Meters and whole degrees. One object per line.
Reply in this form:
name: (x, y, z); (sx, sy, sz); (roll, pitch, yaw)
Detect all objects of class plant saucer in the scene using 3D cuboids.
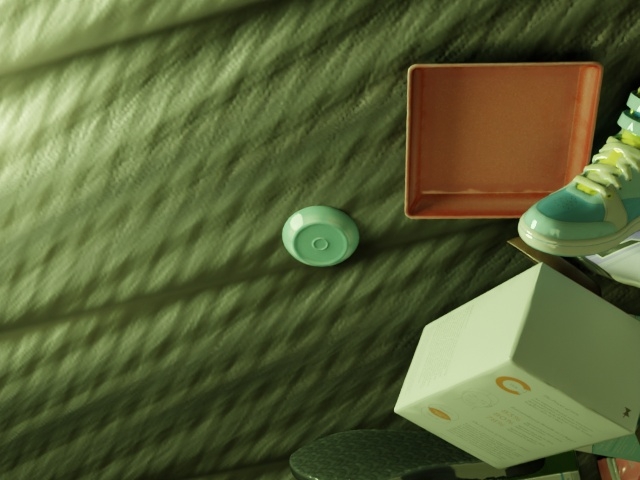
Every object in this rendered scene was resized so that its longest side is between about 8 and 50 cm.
plant saucer: (0.250, -0.146, 1.483); (0.259, 0.047, 0.258); (-1, 128, 2)
plant saucer: (0.355, 0.041, 1.567); (0.168, 0.168, 0.029); (35, 94, -23)
plant saucer: (0.000, 0.000, 1.624); (0.119, 0.021, 0.119); (1, 128, 2)

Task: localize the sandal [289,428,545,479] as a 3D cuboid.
sandal: (0.168, 0.408, 1.837); (0.446, 0.167, 0.107); (-4, 109, 4)

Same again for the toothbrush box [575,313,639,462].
toothbrush box: (0.547, 0.251, 1.732); (0.296, 0.126, 0.216); (10, 126, -7)

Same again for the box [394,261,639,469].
box: (0.298, 0.201, 1.580); (0.215, 0.168, 0.345); (30, 151, -12)

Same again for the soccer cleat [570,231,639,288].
soccer cleat: (0.470, 0.018, 1.494); (0.109, 0.318, 0.116); (-3, 116, -46)

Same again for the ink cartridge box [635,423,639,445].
ink cartridge box: (0.625, 0.258, 1.603); (0.193, 0.088, 0.234); (13, 122, -10)

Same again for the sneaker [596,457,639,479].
sneaker: (0.637, 0.491, 1.929); (0.136, 0.116, 0.314); (-31, 121, 22)

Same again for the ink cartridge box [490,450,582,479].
ink cartridge box: (0.376, 0.452, 1.940); (0.209, 0.062, 0.109); (-12, 128, 12)

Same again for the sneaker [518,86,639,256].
sneaker: (0.400, -0.110, 1.410); (0.319, 0.127, 0.208); (-20, 129, -30)
